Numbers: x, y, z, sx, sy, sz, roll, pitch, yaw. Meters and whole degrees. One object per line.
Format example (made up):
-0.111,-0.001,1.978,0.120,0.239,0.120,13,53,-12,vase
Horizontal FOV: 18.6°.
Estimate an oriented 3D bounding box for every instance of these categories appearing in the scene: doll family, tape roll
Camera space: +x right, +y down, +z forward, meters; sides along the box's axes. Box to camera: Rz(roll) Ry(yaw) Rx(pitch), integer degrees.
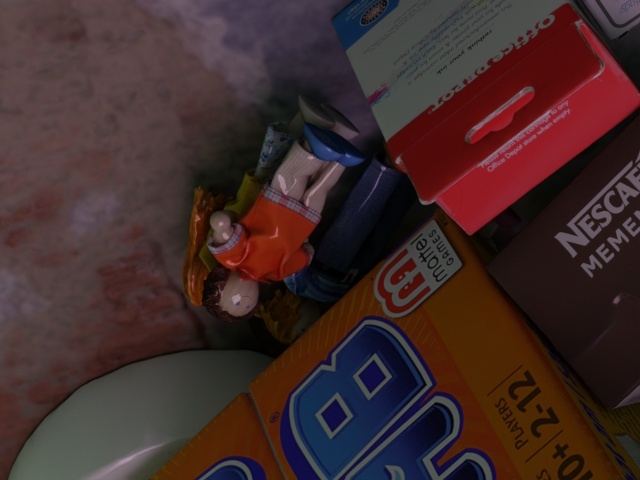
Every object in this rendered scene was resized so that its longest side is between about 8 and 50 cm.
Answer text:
0.000,0.000,1.301,0.263,0.118,0.163,19,112,-45,doll family
-0.086,0.220,1.417,0.286,0.100,0.286,-7,124,-10,tape roll

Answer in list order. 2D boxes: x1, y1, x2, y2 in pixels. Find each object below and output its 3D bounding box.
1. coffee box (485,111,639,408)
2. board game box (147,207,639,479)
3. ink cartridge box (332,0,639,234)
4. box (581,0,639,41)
0.244,0.004,1.246,0.168,0.119,0.297,-45,163,16,coffee box
0.114,0.277,1.225,0.356,0.356,0.356,-43,126,12,board game box
0.102,-0.098,1.169,0.134,0.231,0.078,-38,124,12,ink cartridge box
0.161,-0.278,1.151,0.169,0.087,0.290,-35,124,10,box
